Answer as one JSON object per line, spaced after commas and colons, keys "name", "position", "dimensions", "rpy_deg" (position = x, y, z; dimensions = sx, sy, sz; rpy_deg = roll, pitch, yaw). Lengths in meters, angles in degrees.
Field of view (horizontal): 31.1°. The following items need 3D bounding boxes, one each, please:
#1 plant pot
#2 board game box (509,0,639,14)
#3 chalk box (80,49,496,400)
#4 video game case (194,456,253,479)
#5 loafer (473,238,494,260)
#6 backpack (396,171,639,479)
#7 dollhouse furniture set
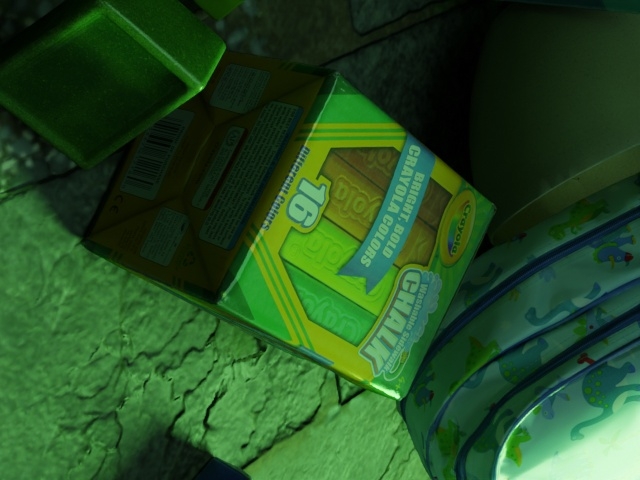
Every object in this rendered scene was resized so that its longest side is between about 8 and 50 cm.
{"name": "plant pot", "position": [0.254, -0.139, 1.075], "dimensions": [0.284, 0.284, 0.191], "rpy_deg": [-9, 71, -42]}
{"name": "board game box", "position": [0.151, -0.336, 0.894], "dimensions": [0.079, 0.253, 0.336], "rpy_deg": [-49, 130, -21]}
{"name": "chalk box", "position": [0.000, 0.000, 0.904], "dimensions": [0.289, 0.179, 0.180], "rpy_deg": [32, 81, -44]}
{"name": "video game case", "position": [-0.106, 0.367, 0.997], "dimensions": [0.269, 0.061, 0.244], "rpy_deg": [-48, 131, -23]}
{"name": "loafer", "position": [0.242, 0.049, 1.204], "dimensions": [0.268, 0.102, 0.092], "rpy_deg": [-4, 108, -46]}
{"name": "backpack", "position": [0.237, 0.100, 1.016], "dimensions": [0.355, 0.273, 0.290], "rpy_deg": [-13, 140, 6]}
{"name": "dollhouse furniture set", "position": [-0.188, -0.228, 0.738], "dimensions": [0.301, 0.151, 0.198], "rpy_deg": [40, 52, -25]}
